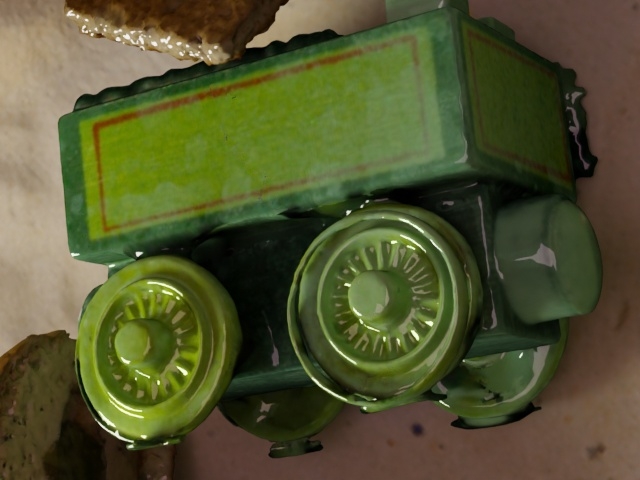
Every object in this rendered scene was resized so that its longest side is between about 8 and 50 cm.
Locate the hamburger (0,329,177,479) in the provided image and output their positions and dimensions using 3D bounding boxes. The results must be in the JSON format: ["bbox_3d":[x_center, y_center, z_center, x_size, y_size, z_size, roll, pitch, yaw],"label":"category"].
[{"bbox_3d":[-0.157,0.179,0.901,0.131,0.124,0.262,-21,50,39],"label":"hamburger"}]

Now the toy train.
[{"bbox_3d":[0.000,0.000,0.839,0.272,0.159,0.188,-12,77,28],"label":"toy train"}]

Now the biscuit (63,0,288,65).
[{"bbox_3d":[-0.024,-0.183,0.863,0.131,0.025,0.231,20,69,42],"label":"biscuit"}]
